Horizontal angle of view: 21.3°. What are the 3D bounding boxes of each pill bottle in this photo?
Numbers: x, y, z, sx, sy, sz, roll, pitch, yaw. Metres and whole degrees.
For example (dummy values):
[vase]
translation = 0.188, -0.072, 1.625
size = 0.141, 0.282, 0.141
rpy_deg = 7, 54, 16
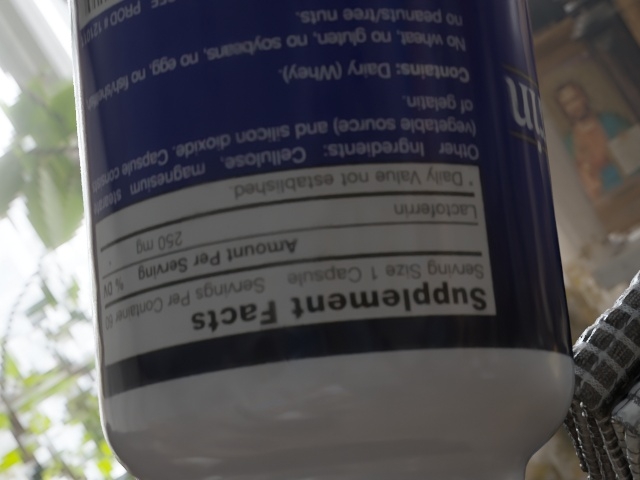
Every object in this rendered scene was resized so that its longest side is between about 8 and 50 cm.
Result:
[pill bottle]
translation = 0.000, 0.000, 0.547
size = 0.153, 0.265, 0.153
rpy_deg = -5, -11, -1

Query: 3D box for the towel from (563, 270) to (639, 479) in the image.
[towel]
translation = 0.286, 0.091, 1.236
size = 0.235, 0.121, 0.284
rpy_deg = -47, -30, -12
